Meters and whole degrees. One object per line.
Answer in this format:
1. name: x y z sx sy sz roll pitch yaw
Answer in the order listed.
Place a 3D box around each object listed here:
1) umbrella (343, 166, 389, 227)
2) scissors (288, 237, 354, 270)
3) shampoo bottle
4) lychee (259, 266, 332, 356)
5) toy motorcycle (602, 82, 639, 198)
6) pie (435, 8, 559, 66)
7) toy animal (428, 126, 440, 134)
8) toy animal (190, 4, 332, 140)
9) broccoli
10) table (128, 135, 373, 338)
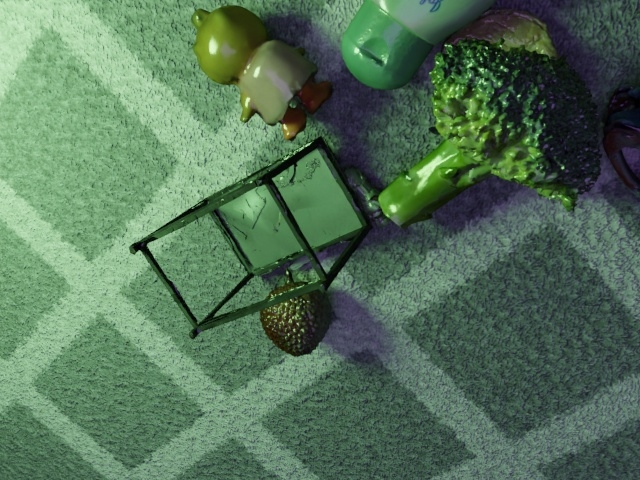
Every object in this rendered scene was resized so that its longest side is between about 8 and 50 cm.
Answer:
1. umbrella: 0.092 -0.087 1.121 0.067 0.062 0.143 -37 96 4
2. scissors: 0.000 0.000 1.200 0.204 0.027 0.101 -40 98 23
3. shampoo bottle: 0.166 -0.415 0.909 0.222 0.151 0.349 36 117 -1
4. lychee: -0.055 0.159 1.216 0.165 0.165 0.197 -23 68 22
5. toy motorcycle: 0.640 -0.164 0.919 0.319 0.241 0.182 30 77 3
6. pie: 0.322 -0.313 0.970 0.218 0.052 0.185 30 118 1
7. toy animal: 0.252 -0.216 1.042 0.084 0.028 0.050 -25 97 23
8. toy animal: -0.124 -0.324 1.013 0.281 0.169 0.195 37 74 1
9. broccoli: 0.251 -0.162 0.925 0.397 0.275 0.353 -1 125 29
10. table: -0.124 -0.008 1.060 0.335 0.272 0.222 -23 104 30
